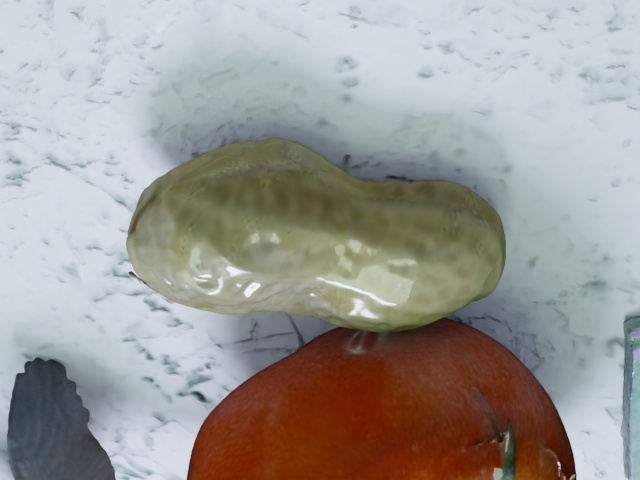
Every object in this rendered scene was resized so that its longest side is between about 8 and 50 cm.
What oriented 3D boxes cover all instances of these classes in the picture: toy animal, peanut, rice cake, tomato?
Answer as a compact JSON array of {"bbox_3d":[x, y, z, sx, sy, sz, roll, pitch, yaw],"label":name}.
[{"bbox_3d":[-0.179,0.297,1.695,0.284,0.302,0.225,14,131,-1],"label":"toy animal"},{"bbox_3d":[0.000,0.000,1.497,0.313,0.149,0.149,11,134,-9],"label":"peanut"},{"bbox_3d":[0.298,0.151,1.680,0.043,0.034,0.211,-7,133,0],"label":"rice cake"},{"bbox_3d":[0.044,0.210,1.602,0.341,0.273,0.341,-18,131,-22],"label":"tomato"}]
